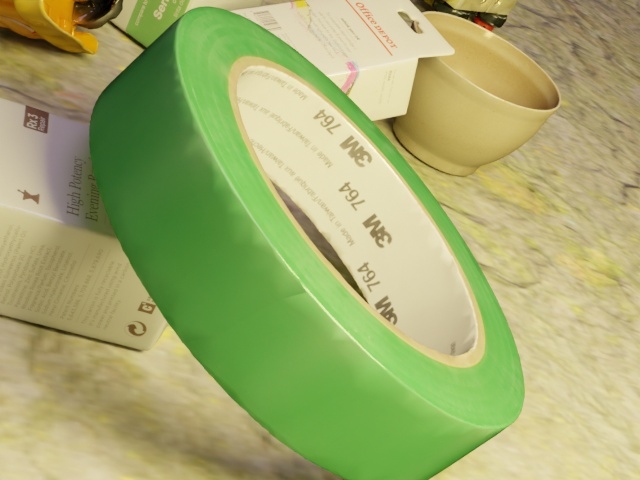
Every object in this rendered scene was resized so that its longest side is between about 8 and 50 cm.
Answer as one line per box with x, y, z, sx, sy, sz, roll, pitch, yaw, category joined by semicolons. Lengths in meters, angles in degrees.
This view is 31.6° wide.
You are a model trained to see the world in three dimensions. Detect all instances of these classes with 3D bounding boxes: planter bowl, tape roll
0.137;-0.132;1.102;0.162;0.109;0.162;22;31;-14;planter bowl
0.000;0.000;0.715;0.321;0.077;0.321;44;22;-22;tape roll

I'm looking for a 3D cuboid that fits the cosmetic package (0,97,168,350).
-0.196;-0.024;0.679;0.231;0.085;0.117;18;32;-23;cosmetic package

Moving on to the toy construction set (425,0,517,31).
0.150;-0.374;1.450;0.328;0.151;0.215;-24;59;-42;toy construction set

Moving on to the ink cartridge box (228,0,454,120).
0.006;-0.159;1.009;0.198;0.067;0.115;-13;49;-23;ink cartridge box

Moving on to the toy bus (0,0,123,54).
-0.268;-0.271;0.909;0.211;0.220;0.149;4;-6;7;toy bus

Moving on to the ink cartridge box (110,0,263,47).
-0.169;-0.274;1.061;0.212;0.093;0.154;36;31;12;ink cartridge box
